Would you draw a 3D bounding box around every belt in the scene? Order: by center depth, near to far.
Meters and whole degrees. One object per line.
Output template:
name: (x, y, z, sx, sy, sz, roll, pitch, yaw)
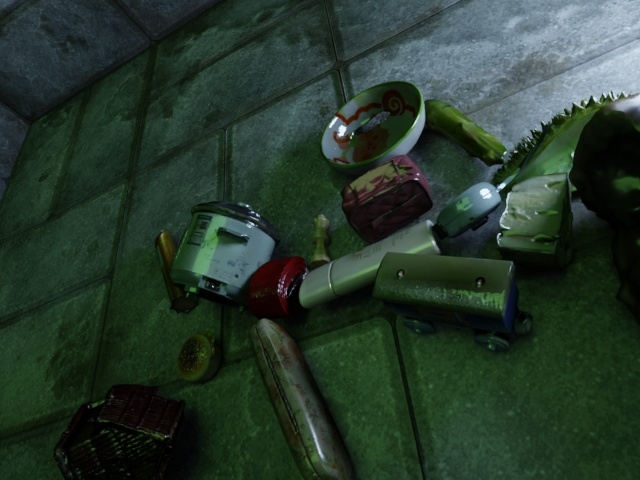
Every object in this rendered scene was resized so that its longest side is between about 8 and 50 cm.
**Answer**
belt: (-0.109, 0.122, 1.253, 0.124, 0.128, 0.201, -12, 22, 26)

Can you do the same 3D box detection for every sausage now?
sausage: (-0.488, 0.083, 1.580, 0.082, 0.082, 0.371, -39, 47, 5)

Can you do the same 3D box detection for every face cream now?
face cream: (0.118, 0.058, 1.174, 0.348, 0.081, 0.173, -24, 10, 18)

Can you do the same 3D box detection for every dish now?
dish: (0.164, -0.296, 1.387, 0.324, 0.124, 0.324, -22, 45, 23)

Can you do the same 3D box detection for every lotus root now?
lotus root: (0.452, -0.027, 1.002, 0.119, 0.138, 0.235, -2, 41, 38)

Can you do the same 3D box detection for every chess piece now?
chess piece: (0.000, 0.000, 1.339, 0.060, 0.060, 0.172, -17, 51, 23)

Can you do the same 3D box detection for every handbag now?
handbag: (0.168, -0.105, 1.239, 0.225, 0.146, 0.135, -28, 44, 15)

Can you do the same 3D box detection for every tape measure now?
tape measure: (0.389, -0.115, 1.052, 0.330, 0.164, 0.084, -42, 83, 26)

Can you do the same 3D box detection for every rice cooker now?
rice cooker: (-0.260, 0.032, 1.342, 0.264, 0.316, 0.317, 20, 66, -6)

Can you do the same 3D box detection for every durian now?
durian: (0.585, -0.208, 1.094, 0.394, 0.163, 0.198, -22, 90, 25)

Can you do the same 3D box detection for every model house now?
model house: (-0.455, 0.506, 1.224, 0.282, 0.297, 0.317, -33, 10, -2)

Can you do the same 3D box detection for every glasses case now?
glasses case: (-0.052, 0.349, 1.072, 0.098, 0.156, 0.425, -37, 48, 5)

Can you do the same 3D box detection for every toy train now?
toy train: (0.264, 0.124, 0.987, 0.299, 0.202, 0.131, 4, 61, 36)

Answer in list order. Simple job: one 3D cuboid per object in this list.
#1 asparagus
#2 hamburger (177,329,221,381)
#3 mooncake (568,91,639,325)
asparagus: (0.378, -0.277, 1.258, 0.082, 0.085, 0.343, -50, 44, 13)
hamburger: (-0.332, 0.315, 1.324, 0.141, 0.081, 0.126, -49, 48, -3)
mooncake: (0.611, -0.036, 0.830, 0.393, 0.246, 0.394, 25, 72, 25)
